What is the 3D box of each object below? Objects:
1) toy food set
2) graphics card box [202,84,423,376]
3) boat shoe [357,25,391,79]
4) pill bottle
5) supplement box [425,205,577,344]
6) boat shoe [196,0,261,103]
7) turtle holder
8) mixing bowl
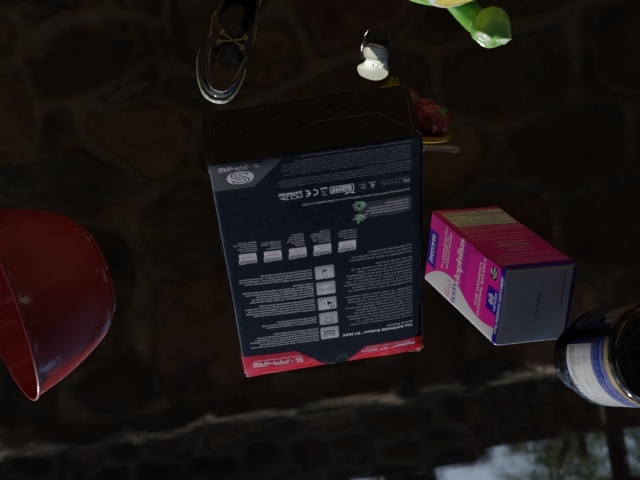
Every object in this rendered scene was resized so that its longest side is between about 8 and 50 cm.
[{"bbox_3d":[0.122,-0.183,1.675,0.128,0.071,0.218,3,-162,-10],"label":"toy food set"},{"bbox_3d":[0.000,0.000,1.405,0.232,0.094,0.371,-8,138,-2],"label":"graphics card box"},{"bbox_3d":[0.085,-0.284,1.855,0.049,0.042,0.133,13,163,2],"label":"boat shoe"},{"bbox_3d":[0.362,0.138,1.453,0.122,0.123,0.219,-8,175,-11],"label":"pill bottle"},{"bbox_3d":[0.242,0.043,1.664,0.114,0.111,0.220,-4,-157,-20],"label":"supplement box"},{"bbox_3d":[-0.145,-0.327,1.928,0.081,0.228,0.069,14,154,-11],"label":"boat shoe"},{"bbox_3d":[0.221,-0.499,2.096,0.243,0.320,0.227,-2,-165,-22],"label":"turtle holder"},{"bbox_3d":[-0.249,0.042,1.101,0.098,0.181,0.181,-22,-178,-25],"label":"mixing bowl"}]
